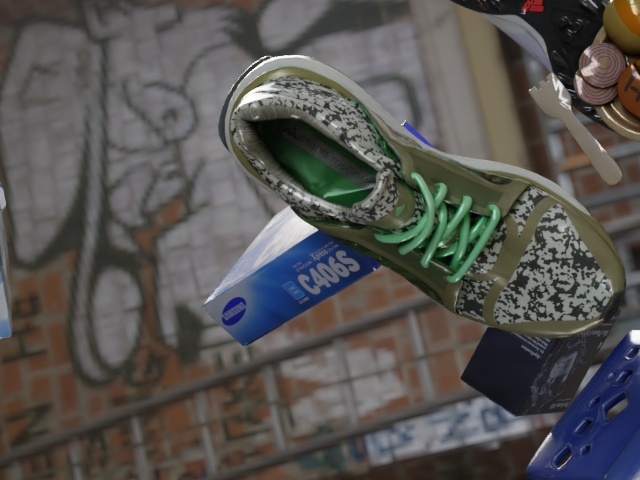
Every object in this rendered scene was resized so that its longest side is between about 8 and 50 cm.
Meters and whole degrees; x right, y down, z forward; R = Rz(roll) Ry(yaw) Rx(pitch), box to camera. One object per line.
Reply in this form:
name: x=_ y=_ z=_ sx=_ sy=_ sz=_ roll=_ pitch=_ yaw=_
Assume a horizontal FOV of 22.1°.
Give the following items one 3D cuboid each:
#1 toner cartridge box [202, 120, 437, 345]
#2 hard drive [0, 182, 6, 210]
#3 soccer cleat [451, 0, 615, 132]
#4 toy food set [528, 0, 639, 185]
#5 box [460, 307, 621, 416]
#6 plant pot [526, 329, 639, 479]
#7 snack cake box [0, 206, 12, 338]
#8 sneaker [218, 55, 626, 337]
toner cartridge box: x=0.000 y=0.000 z=1.839 sx=0.075 sy=0.165 sz=0.348 roll=43 pitch=149 yaw=-8
hard drive: x=-0.531 y=-0.010 z=2.123 sx=0.319 sy=0.210 sz=0.040 roll=149 pitch=108 yaw=-70
soccer cleat: x=0.233 y=-0.212 z=1.557 sx=0.318 sy=0.108 sz=0.116 roll=38 pitch=-154 yaw=12
toy food set: x=0.271 y=-0.143 z=1.332 sx=0.132 sy=0.192 sz=0.038 roll=55 pitch=-163 yaw=19
box: x=0.276 y=0.129 z=2.042 sx=0.093 sy=0.158 sz=0.156 roll=34 pitch=-165 yaw=29
plant pot: x=0.421 y=0.258 z=1.896 sx=0.236 sy=0.236 sz=0.212 roll=41 pitch=167 yaw=-10
snack cake box: x=-0.405 y=0.028 z=1.419 sx=0.152 sy=0.264 sz=0.089 roll=-112 pitch=16 yaw=-58
sneaker: x=0.078 y=-0.022 z=1.460 sx=0.158 sy=0.410 sz=0.182 roll=-64 pitch=-5 yaw=14
